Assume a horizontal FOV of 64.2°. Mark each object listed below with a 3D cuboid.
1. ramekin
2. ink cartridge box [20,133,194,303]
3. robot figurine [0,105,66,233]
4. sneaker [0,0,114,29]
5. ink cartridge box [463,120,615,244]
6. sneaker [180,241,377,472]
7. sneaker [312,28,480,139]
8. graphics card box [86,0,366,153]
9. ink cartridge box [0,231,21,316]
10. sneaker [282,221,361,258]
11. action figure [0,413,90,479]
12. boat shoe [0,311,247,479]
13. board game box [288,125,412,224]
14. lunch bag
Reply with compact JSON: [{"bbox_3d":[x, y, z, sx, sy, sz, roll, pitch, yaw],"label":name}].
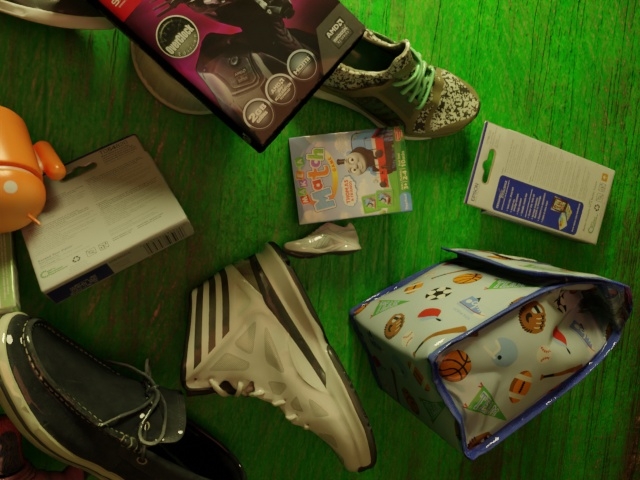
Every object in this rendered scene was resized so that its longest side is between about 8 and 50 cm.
[{"bbox_3d":[-0.198,-0.313,0.826,0.207,0.109,0.207,-2,96,-19],"label":"ramekin"},{"bbox_3d":[-0.340,-0.044,0.786,0.223,0.224,0.045,-29,148,-14],"label":"ink cartridge box"},{"bbox_3d":[-0.465,-0.103,0.718,0.128,0.158,0.219,-32,71,20],"label":"robot figurine"},{"bbox_3d":[-0.437,-0.402,0.718,0.296,0.104,0.146,14,112,-17],"label":"sneaker"},{"bbox_3d":[0.466,-0.117,1.104,0.371,0.069,0.175,14,91,-23],"label":"ink cartridge box"},{"bbox_3d":[-0.091,0.251,0.910,0.258,0.169,0.447,-27,95,-6],"label":"sneaker"},{"bbox_3d":[0.131,-0.285,0.906,0.411,0.182,0.157,11,91,-20],"label":"sneaker"},{"bbox_3d":[-0.148,-0.331,0.719,0.371,0.094,0.232,42,85,-9],"label":"graphics card box"},{"bbox_3d":[-0.559,0.045,0.714,0.235,0.056,0.171,-8,66,-23],"label":"ink cartridge box"},{"bbox_3d":[0.000,0.000,0.961,0.152,0.054,0.061,-5,79,-20],"label":"sneaker"},{"bbox_3d":[-0.480,0.404,0.719,0.248,0.275,0.369,10,105,-14],"label":"action figure"},{"bbox_3d":[-0.291,0.278,0.790,0.156,0.187,0.500,-34,116,0],"label":"boat shoe"},{"bbox_3d":[0.055,-0.119,0.941,0.212,0.039,0.160,-7,93,-3],"label":"board game box"},{"bbox_3d":[0.297,0.147,0.931,0.386,0.328,0.238,-25,104,-14],"label":"lunch bag"}]
